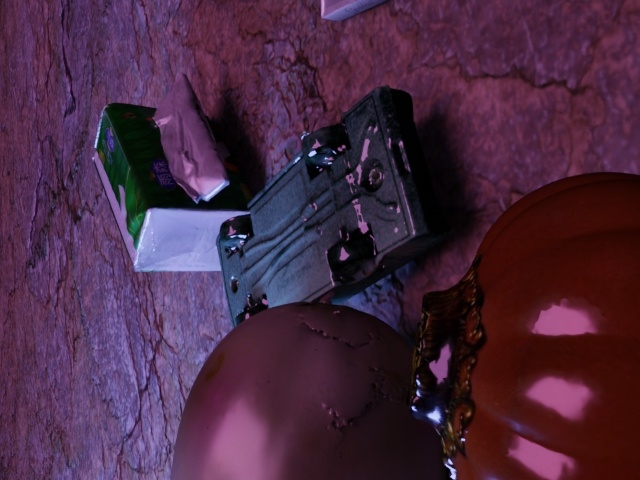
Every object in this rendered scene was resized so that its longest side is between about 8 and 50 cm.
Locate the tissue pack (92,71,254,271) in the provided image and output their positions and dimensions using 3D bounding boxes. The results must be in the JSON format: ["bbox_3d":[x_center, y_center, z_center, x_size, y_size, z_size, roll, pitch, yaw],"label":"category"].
[{"bbox_3d":[-0.171,-0.085,0.975,0.209,0.148,0.156,60,138,38],"label":"tissue pack"}]

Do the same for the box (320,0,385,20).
[{"bbox_3d":[0.034,-0.316,0.751,0.109,0.029,0.198,-2,90,58],"label":"box"}]

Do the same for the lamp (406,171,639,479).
[{"bbox_3d":[0.146,0.074,0.427,0.223,0.196,0.223,6,-90,-84],"label":"lamp"}]

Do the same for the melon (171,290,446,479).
[{"bbox_3d":[-0.009,0.200,0.653,0.223,0.223,0.317,14,99,57],"label":"melon"}]

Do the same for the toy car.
[{"bbox_3d":[0.000,0.000,0.750,0.320,0.097,0.142,-38,60,51],"label":"toy car"}]
